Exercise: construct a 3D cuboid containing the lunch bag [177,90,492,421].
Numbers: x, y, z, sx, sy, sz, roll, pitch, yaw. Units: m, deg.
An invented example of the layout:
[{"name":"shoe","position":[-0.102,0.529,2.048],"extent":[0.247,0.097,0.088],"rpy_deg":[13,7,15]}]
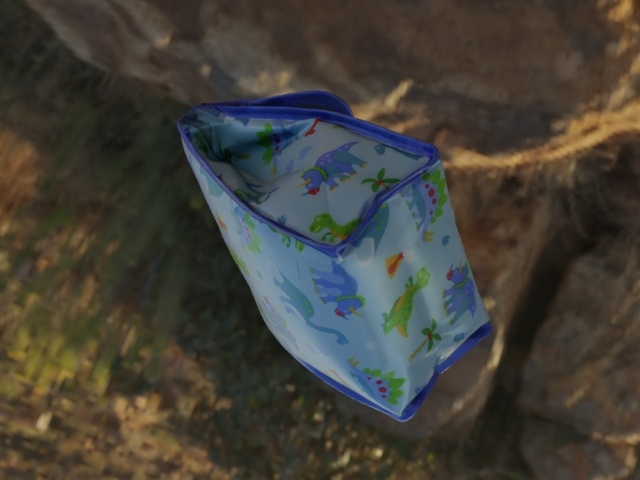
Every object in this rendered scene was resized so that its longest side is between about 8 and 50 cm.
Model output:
[{"name":"lunch bag","position":[0.000,0.000,0.711],"extent":[0.151,0.096,0.129],"rpy_deg":[22,145,41]}]
